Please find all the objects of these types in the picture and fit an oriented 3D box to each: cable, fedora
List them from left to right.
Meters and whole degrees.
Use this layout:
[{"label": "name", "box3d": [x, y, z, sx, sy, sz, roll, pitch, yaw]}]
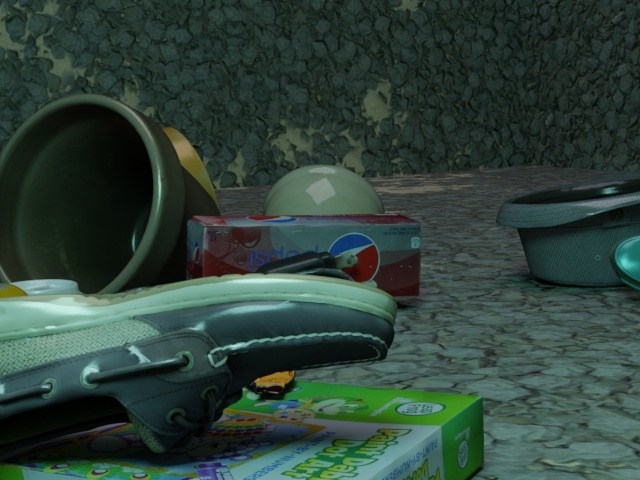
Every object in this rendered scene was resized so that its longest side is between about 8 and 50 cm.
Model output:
[{"label": "cable", "box3d": [-0.073, 0.072, 1.315, 0.287, 0.072, 0.139, -15, 27, -10]}, {"label": "fedora", "box3d": [0.370, -0.012, 1.626, 0.275, 0.124, 0.244, -12, 7, -14]}]

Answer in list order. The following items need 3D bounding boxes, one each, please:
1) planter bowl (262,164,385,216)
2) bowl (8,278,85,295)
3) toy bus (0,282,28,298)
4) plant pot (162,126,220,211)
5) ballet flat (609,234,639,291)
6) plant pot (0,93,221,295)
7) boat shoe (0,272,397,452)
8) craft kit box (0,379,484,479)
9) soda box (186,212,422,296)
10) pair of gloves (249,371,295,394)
[{"label": "planter bowl", "box3d": [0.000, 0.000, 1.601, 0.162, 0.162, 0.109, -1, 34, 6]}, {"label": "bowl", "box3d": [-0.270, 0.082, 1.214, 0.170, 0.080, 0.170, -1, 7, 0]}, {"label": "toy bus", "box3d": [-0.338, 0.107, 0.923, 0.130, 0.108, 0.333, 1, 7, 11]}, {"label": "plant pot", "box3d": [-0.271, -0.039, 1.804, 0.188, 0.205, 0.205, -22, 15, -24]}, {"label": "ballet flat", "box3d": [0.464, 0.037, 1.477, 0.247, 0.083, 0.087, -1, -17, 8]}, {"label": "plant pot", "box3d": [-0.237, -0.021, 1.529, 0.263, 0.263, 0.229, 2, -11, 29]}, {"label": "boat shoe", "box3d": [-0.095, 0.078, 0.729, 0.285, 0.092, 0.103, -5, -21, 2]}, {"label": "craft kit box", "box3d": [-0.051, 0.141, 0.795, 0.247, 0.061, 0.250, 5, 9, 25]}, {"label": "soda box", "box3d": [-0.019, 0.019, 1.440, 0.263, 0.092, 0.083, -1, 10, -18]}, {"label": "pair of gloves", "box3d": [-0.059, 0.097, 0.893, 0.083, 0.010, 0.074, -2, 6, 6]}]
